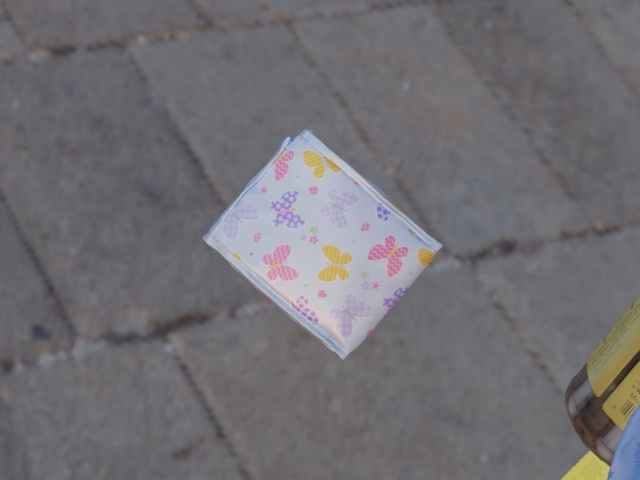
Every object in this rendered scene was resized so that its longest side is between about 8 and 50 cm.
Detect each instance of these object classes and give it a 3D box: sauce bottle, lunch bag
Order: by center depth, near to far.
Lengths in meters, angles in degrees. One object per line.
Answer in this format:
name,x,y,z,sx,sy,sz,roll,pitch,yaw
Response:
lunch bag,0.000,0.000,0.868,0.083,0.071,0.053,40,-2,-9
sauce bottle,0.296,0.019,1.275,0.111,0.344,0.111,24,35,-18

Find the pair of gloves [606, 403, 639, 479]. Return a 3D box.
pair of gloves,0.088,0.120,0.594,0.023,0.198,0.159,25,58,23

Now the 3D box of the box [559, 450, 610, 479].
box,0.295,0.163,1.674,0.058,0.232,0.087,49,32,13
